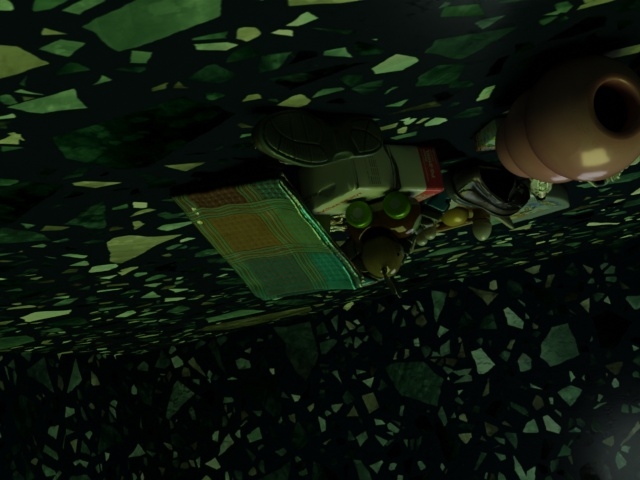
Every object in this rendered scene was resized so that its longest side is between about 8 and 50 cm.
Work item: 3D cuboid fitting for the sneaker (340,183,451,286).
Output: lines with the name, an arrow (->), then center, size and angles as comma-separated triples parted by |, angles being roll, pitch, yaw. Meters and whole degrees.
sneaker -> 0.152, -0.009, 2.104 | 0.341, 0.125, 0.139 | -39, -172, -18

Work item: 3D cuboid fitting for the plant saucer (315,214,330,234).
plant saucer -> 0.000, 0.000, 2.098 | 0.045, 0.188, 0.188 | 0, 169, 1

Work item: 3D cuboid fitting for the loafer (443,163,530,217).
loafer -> 0.409, -0.120, 2.130 | 0.302, 0.109, 0.095 | 5, 156, -45

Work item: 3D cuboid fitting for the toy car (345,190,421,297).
toy car -> 0.138, 0.017, 1.805 | 0.149, 0.188, 0.155 | -14, 169, 12

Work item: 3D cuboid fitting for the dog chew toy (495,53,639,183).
dog chew toy -> 0.412, -0.191, 1.583 | 0.206, 0.207, 0.332 | -7, 176, -18

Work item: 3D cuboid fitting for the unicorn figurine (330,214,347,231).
unicorn figurine -> 0.008, -0.031, 2.325 | 0.111, 0.060, 0.162 | -9, 152, -7

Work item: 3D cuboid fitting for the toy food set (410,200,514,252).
toy food set -> 0.306, -0.038, 2.330 | 0.306, 0.092, 0.219 | -16, 155, 31

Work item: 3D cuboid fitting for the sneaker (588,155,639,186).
sneaker -> 0.601, -0.173, 1.978 | 0.297, 0.129, 0.111 | -2, 163, -43

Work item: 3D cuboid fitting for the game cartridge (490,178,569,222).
game cartridge -> 0.546, -0.103, 2.461 | 0.198, 0.062, 0.297 | -13, 169, 32

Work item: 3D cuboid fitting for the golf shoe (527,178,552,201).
golf shoe -> 0.518, -0.146, 2.145 | 0.067, 0.086, 0.186 | -11, 167, 9

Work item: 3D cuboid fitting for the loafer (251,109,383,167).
loafer -> -0.013, -0.164, 1.561 | 0.267, 0.096, 0.084 | -4, 173, -40

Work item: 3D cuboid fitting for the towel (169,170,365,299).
towel -> -0.105, 0.002, 1.880 | 0.271, 0.040, 0.370 | -8, 141, 28

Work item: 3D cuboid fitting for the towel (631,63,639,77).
towel -> 0.657, -0.280, 1.539 | 0.235, 0.121, 0.283 | -17, 175, -10

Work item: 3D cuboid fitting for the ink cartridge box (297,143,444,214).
ink cartridge box -> 0.099, -0.120, 1.840 | 0.237, 0.100, 0.172 | -2, 165, -40

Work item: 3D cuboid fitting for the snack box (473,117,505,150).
snack box -> 0.387, -0.212, 1.816 | 0.141, 0.037, 0.100 | -7, 167, -18
